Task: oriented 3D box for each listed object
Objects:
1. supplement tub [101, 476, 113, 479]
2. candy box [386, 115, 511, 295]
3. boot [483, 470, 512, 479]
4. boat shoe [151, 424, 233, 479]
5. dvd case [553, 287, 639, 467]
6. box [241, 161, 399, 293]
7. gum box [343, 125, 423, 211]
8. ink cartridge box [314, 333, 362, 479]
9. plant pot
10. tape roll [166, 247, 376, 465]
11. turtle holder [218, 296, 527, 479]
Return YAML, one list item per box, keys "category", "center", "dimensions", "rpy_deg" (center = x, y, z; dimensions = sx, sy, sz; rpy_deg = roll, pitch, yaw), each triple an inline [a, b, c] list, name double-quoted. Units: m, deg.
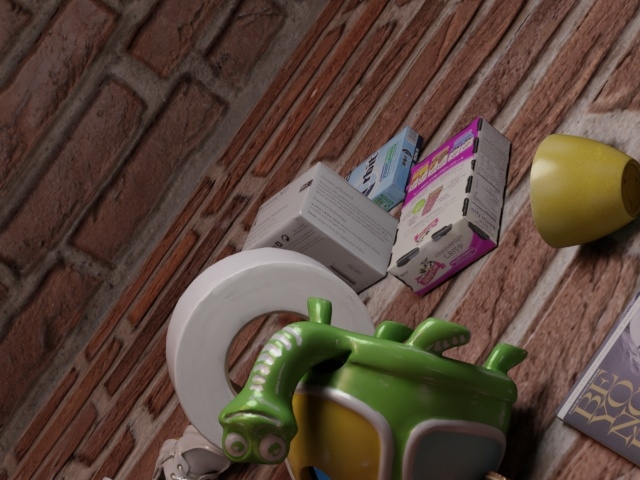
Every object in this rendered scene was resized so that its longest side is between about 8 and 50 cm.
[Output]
- category: "supplement tub"
  center: [-0.324, 0.512, 1.704]
  dimensions: [0.272, 0.191, 0.191]
  rpy_deg: [-60, 19, -17]
- category: "candy box"
  center: [0.189, -0.051, 1.660]
  dimensions: [0.159, 0.071, 0.233]
  rpy_deg: [-37, 24, 39]
- category: "boot"
  center: [0.185, 0.280, 1.102]
  dimensions: [0.084, 0.059, 0.158]
  rpy_deg: [-58, 19, 2]
- category: "boat shoe"
  center: [-0.203, 0.365, 1.839]
  dimensions: [0.096, 0.098, 0.277]
  rpy_deg: [-64, 12, -28]
- category: "dvd case"
  center: [0.323, 0.132, 1.088]
  dimensions: [0.164, 0.018, 0.221]
  rpy_deg: [-55, 18, -3]
- category: "box"
  center: [0.000, 0.000, 1.852]
  dimensions: [0.181, 0.182, 0.119]
  rpy_deg: [-35, 27, 45]
- category: "gum box"
  center: [0.095, -0.096, 2.018]
  dimensions: [0.184, 0.041, 0.157]
  rpy_deg: [-38, 24, 41]
- category: "ink cartridge box"
  center: [0.040, 0.234, 1.490]
  dimensions: [0.191, 0.082, 0.139]
  rpy_deg: [-52, 19, 1]
- category: "plant pot"
  center: [0.314, -0.057, 1.313]
  dimensions: [0.095, 0.134, 0.134]
  rpy_deg: [1, 52, 38]
- category: "tape roll"
  center: [-0.067, 0.157, 1.576]
  dimensions: [0.286, 0.286, 0.100]
  rpy_deg: [-54, 19, 0]
- category: "turtle holder"
  center: [0.065, 0.190, 1.189]
  dimensions: [0.320, 0.243, 0.227]
  rpy_deg: [30, -107, -68]
